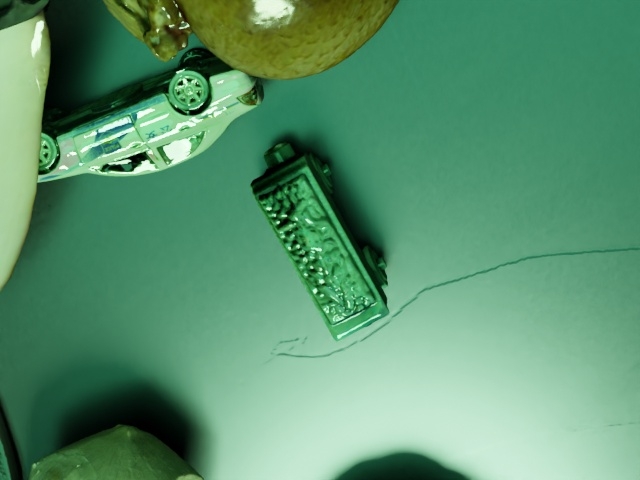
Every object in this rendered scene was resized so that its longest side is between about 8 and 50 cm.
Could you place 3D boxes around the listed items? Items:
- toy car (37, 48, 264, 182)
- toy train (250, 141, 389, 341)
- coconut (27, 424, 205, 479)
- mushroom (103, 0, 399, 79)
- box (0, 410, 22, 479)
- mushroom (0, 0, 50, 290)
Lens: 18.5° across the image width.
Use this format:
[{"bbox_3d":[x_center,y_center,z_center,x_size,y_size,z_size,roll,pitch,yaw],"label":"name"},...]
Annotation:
[{"bbox_3d":[-0.153,-0.094,1.627,0.224,0.090,0.076,-21,106,8],"label":"toy car"},{"bbox_3d":[0.000,0.000,1.632,0.070,0.099,0.172,-28,98,9],"label":"toy train"},{"bbox_3d":[-0.177,0.236,1.670,0.161,0.161,0.162,7,87,2],"label":"coconut"},{"bbox_3d":[-0.050,-0.255,1.531,0.263,0.195,0.283,42,102,-11],"label":"mushroom"},{"bbox_3d":[-0.333,0.187,1.736,0.125,0.027,0.126,-16,100,4],"label":"box"},{"bbox_3d":[-0.413,-0.125,1.591,0.397,0.224,0.314,35,138,30],"label":"mushroom"}]
